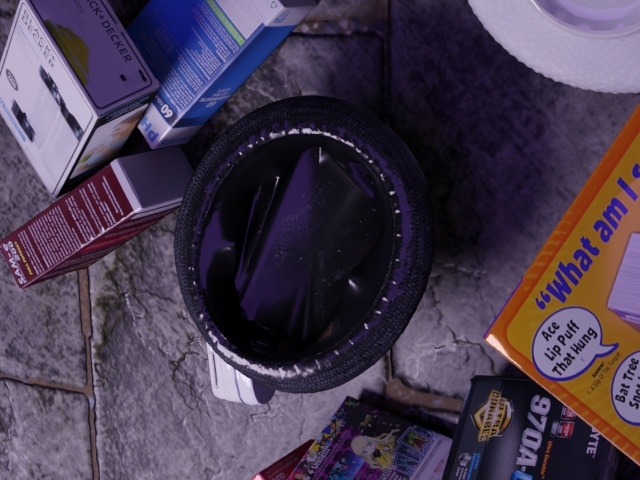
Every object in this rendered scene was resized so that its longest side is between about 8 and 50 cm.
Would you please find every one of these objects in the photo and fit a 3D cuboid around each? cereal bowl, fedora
[{"bbox_3d":[0.268,-0.286,1.220,0.339,0.141,0.339,11,120,20],"label":"cereal bowl"},{"bbox_3d":[0.000,0.000,1.492,0.334,0.152,0.334,3,98,25],"label":"fedora"}]

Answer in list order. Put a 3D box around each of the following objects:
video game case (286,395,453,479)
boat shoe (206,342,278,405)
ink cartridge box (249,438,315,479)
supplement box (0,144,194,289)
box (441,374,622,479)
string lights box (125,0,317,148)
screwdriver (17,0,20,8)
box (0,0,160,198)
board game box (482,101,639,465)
[{"bbox_3d":[0.061,0.302,1.492,0.210,0.232,0.042,20,143,26],"label":"video game case"},{"bbox_3d":[-0.116,0.078,1.620,0.084,0.095,0.258,-1,100,28],"label":"boat shoe"},{"bbox_3d":[-0.023,0.360,1.608,0.176,0.127,0.128,51,121,11],"label":"ink cartridge box"},{"bbox_3d":[-0.278,-0.029,1.675,0.239,0.130,0.073,-31,85,32],"label":"supplement box"},{"bbox_3d":[0.217,0.251,1.399,0.175,0.220,0.051,1,145,32],"label":"box"},{"bbox_3d":[-0.141,-0.240,1.573,0.260,0.077,0.133,-42,78,32],"label":"string lights box"},{"bbox_3d":[-0.390,-0.250,1.765,0.024,0.025,0.170,20,120,26],"label":"screwdriver"},{"bbox_3d":[-0.302,-0.181,1.596,0.169,0.087,0.290,59,153,3],"label":"box"},{"bbox_3d":[0.428,0.018,1.113,0.356,0.356,0.356,39,119,18],"label":"board game box"}]
